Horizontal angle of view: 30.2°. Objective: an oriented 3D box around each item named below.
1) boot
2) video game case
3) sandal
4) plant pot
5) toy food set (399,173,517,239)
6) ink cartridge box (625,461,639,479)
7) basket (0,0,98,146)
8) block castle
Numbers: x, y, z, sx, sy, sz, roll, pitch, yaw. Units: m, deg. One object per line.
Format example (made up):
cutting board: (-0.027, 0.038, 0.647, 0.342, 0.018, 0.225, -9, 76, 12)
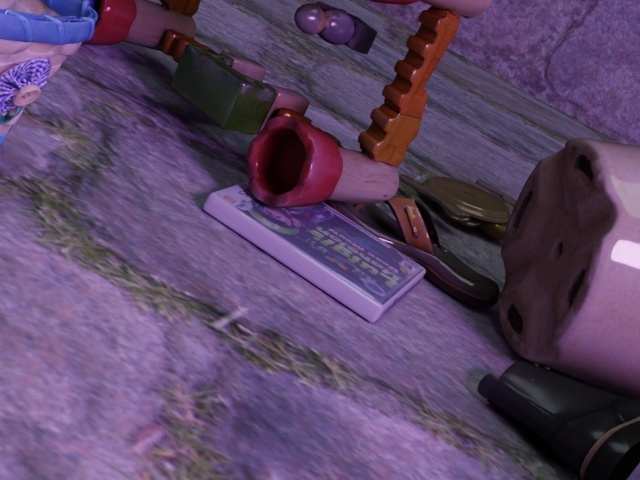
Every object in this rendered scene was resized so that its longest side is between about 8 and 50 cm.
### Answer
boot: (0.240, 0.144, 1.055, 0.137, 0.076, 0.198, 34, 17, 28)
video game case: (0.000, 0.000, 1.135, 0.190, 0.022, 0.173, 34, 19, 10)
sandal: (0.100, -0.007, 1.247, 0.219, 0.060, 0.090, 33, 18, 8)
plant pot: (0.357, 0.041, 1.178, 0.306, 0.333, 0.334, 13, 23, -15)
toy food set: (0.187, -0.041, 1.522, 0.192, 0.038, 0.132, 1, 27, -47)
ink cartridge box: (0.347, 0.233, 0.778, 0.197, 0.198, 0.270, 26, 18, -16)
basket: (-0.267, -0.206, 0.836, 0.201, 0.288, 0.255, 32, 21, 21)
block castle: (-0.073, -0.256, 1.207, 0.213, 0.303, 0.453, 8, 25, -48)
